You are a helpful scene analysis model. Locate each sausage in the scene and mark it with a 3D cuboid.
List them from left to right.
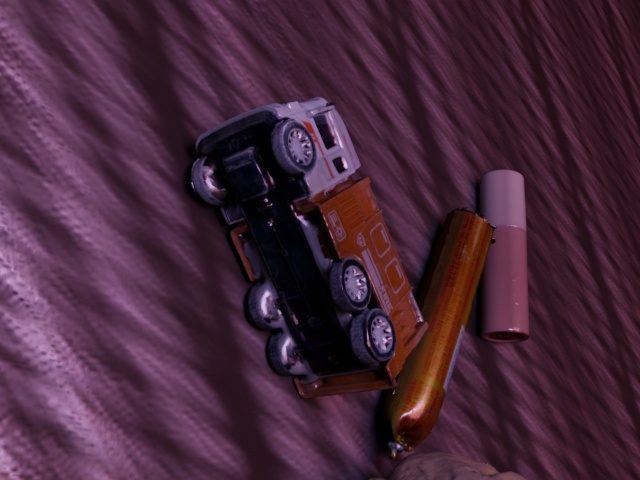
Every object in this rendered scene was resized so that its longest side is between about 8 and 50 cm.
[{"bbox_3d":[0.151,0.115,0.933,0.082,0.082,0.372,46,50,-26],"label":"sausage"}]

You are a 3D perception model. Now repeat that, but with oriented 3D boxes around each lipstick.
[{"bbox_3d":[0.274,0.022,1.091,0.070,0.070,0.255,24,61,-39],"label":"lipstick"}]

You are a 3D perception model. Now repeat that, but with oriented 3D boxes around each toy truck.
[{"bbox_3d":[0.000,0.000,0.778,0.162,0.136,0.305,-34,105,-53],"label":"toy truck"}]

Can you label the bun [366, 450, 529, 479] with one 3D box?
[{"bbox_3d":[0.136,0.355,0.746,0.281,0.204,0.282,16,65,-39],"label":"bun"}]
